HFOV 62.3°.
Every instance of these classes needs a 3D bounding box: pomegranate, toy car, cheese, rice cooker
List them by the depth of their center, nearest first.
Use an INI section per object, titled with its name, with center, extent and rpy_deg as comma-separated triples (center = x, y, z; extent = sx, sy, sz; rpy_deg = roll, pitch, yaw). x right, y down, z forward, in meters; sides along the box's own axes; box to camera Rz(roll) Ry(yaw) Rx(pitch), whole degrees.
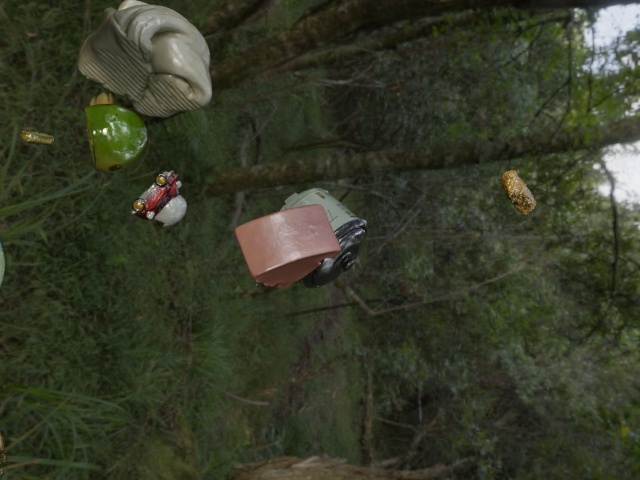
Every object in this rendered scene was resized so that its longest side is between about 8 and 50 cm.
[cheese]
center = -0.053, 0.013, 1.129
extent = 0.128, 0.177, 0.203
rpy_deg = 68, 10, 16
[toy car]
center = -0.376, -0.093, 1.283
extent = 0.112, 0.139, 0.112
rpy_deg = 42, 5, -14
[rice cooker]
center = 0.000, 0.000, 1.447
extent = 0.241, 0.227, 0.280
rpy_deg = -51, 158, 7
[pomegranate]
center = -0.577, -0.301, 1.499
extent = 0.241, 0.159, 0.189
rpy_deg = 46, -40, 49

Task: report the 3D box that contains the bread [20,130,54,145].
[bread]
center = -0.811, -0.293, 1.520
extent = 0.088, 0.049, 0.033
rpy_deg = -3, 118, -58

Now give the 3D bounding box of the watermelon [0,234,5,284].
[watermelon]
center = -0.811, 0.025, 1.142
extent = 0.250, 0.283, 0.292
rpy_deg = 37, 45, -8

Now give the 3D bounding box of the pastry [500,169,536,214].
[pastry]
center = 0.488, -0.118, 1.310
extent = 0.140, 0.056, 0.080
rpy_deg = 28, 41, -56

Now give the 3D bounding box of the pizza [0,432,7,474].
[pizza]
center = -0.564, 0.285, 0.817
extent = 0.081, 0.229, 0.289
rpy_deg = -19, 128, -27

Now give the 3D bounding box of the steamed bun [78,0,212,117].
[steamed bun]
center = -0.487, -0.541, 1.537
extent = 0.342, 0.368, 0.255
rpy_deg = 43, 51, -45

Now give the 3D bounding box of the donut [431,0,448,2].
[donut]
center = 0.289, -0.618, 1.103
extent = 0.209, 0.261, 0.128
rpy_deg = 10, 66, -31
